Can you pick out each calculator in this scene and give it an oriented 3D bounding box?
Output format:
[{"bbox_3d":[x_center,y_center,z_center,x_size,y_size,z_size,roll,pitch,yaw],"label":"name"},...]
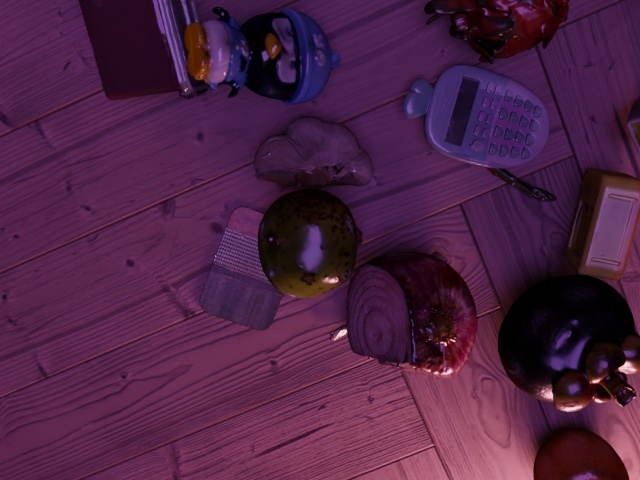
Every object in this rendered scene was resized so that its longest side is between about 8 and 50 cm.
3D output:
[{"bbox_3d":[0.306,-0.243,1.455,0.299,0.041,0.185,15,92,-6],"label":"calculator"}]

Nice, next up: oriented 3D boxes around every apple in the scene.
[{"bbox_3d":[0.569,0.518,1.611,0.201,0.162,0.201,0,107,-2],"label":"apple"}]

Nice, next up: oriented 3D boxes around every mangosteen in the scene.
[{"bbox_3d":[0.504,0.214,1.460,0.275,0.302,0.274,-12,125,-17],"label":"mangosteen"}]

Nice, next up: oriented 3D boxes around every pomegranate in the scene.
[{"bbox_3d":[0.000,0.000,1.451,0.248,0.214,0.214,-9,110,-44],"label":"pomegranate"}]

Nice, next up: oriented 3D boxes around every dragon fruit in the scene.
[{"bbox_3d":[0.330,-0.427,1.350,0.274,0.193,0.192,-13,102,27],"label":"dragon fruit"}]

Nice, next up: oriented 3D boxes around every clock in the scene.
[{"bbox_3d":[0.565,-0.034,1.476,0.096,0.143,0.202,10,105,4],"label":"clock"}]

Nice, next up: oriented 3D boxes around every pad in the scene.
[{"bbox_3d":[-0.070,0.095,1.544,0.323,0.055,0.249,24,103,11],"label":"pad"}]

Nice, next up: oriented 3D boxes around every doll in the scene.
[{"bbox_3d":[-0.093,-0.337,1.350,0.314,0.141,0.177,-8,91,-37],"label":"doll"}]

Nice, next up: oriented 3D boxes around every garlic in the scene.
[{"bbox_3d":[-0.008,-0.169,1.424,0.230,0.178,0.142,8,82,-14],"label":"garlic"}]

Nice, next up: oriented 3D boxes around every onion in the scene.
[{"bbox_3d":[0.197,0.150,1.488,0.231,0.272,0.256,0,113,-28],"label":"onion"}]

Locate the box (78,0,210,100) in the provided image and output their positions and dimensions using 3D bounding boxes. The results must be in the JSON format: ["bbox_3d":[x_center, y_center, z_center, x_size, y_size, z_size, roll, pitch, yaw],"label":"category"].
[{"bbox_3d":[-0.321,-0.393,1.346,0.168,0.193,0.293,-10,105,7],"label":"box"}]

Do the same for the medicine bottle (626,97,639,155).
[{"bbox_3d":[0.689,-0.241,1.390,0.189,0.132,0.088,-17,111,40],"label":"medicine bottle"}]

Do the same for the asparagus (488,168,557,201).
[{"bbox_3d":[0.380,-0.135,1.506,0.236,0.027,0.034,32,90,-9],"label":"asparagus"}]
